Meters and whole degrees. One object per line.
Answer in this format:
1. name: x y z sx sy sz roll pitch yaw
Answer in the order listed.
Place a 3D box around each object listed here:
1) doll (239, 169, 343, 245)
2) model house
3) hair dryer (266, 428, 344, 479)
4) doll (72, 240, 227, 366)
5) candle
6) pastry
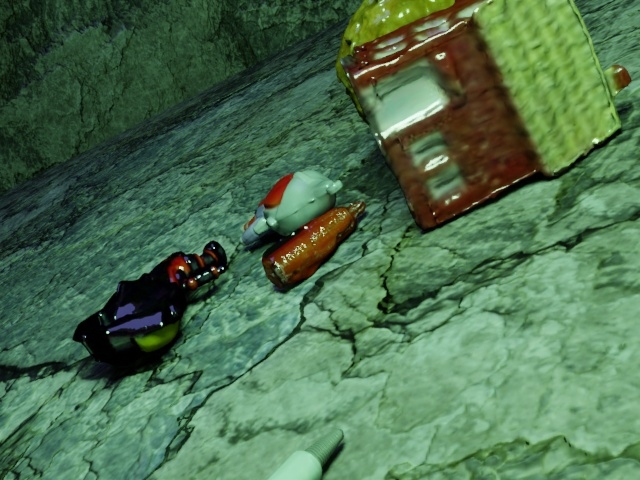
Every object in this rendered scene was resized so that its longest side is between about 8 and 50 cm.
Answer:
1. doll: -0.036 -0.042 0.952 0.102 0.075 0.227 -45 14 -31
2. model house: 0.175 -0.162 0.790 0.254 0.196 0.160 -24 20 12
3. hair dryer: -0.032 0.183 0.491 0.183 0.044 0.155 -35 23 -21
4. doll: -0.195 0.074 0.901 0.127 0.088 0.248 -43 4 26
5. candle: 0.000 0.000 0.871 0.162 0.053 0.048 -37 -23 -32
6. pastry: 0.138 -0.223 0.927 0.240 0.235 0.132 -16 19 9
